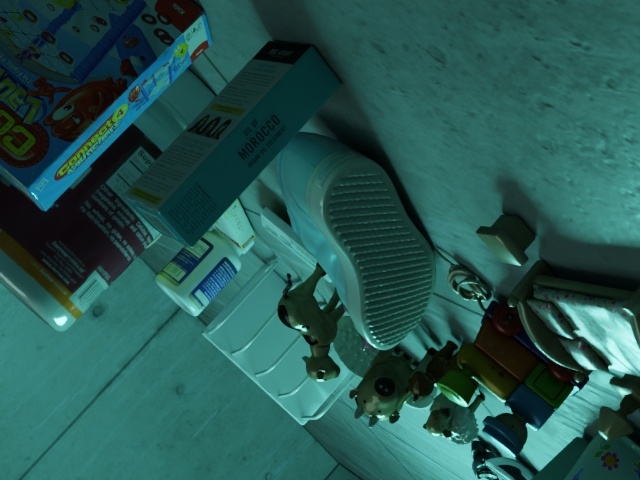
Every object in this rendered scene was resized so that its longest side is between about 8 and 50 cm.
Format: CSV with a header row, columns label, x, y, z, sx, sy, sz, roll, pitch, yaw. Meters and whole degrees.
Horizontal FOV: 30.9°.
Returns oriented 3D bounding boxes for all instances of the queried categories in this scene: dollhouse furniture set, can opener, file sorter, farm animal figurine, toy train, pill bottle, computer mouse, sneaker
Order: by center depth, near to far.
label,x,y,z,sx,sy,sz,roll,pitch,yaw
dollhouse furniture set,0.300,0.160,1.121,0.355,0.174,0.303,46,166,-18
toy train,0.194,0.141,1.437,0.248,0.143,0.105,39,167,11
sneaker,0.042,-0.009,1.475,0.150,0.135,0.366,42,161,40
pill bottle,-0.319,-0.081,1.674,0.224,0.392,0.224,39,166,11
farm animal figurine,0.086,0.209,1.844,0.330,0.172,0.326,29,164,24
computer mouse,0.386,0.445,2.103,0.193,0.042,0.106,37,172,-3
sneaker,0.112,0.229,2.122,0.235,0.090,0.095,41,177,12
can opener,0.343,0.451,2.244,0.059,0.073,0.186,-14,138,26
pill bottle,-0.220,0.045,2.255,0.112,0.186,0.112,40,167,11
file sorter,-0.060,0.197,2.276,0.278,0.193,0.173,43,165,-2

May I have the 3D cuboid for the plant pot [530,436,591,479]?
label,x,y,z,sx,sy,sz,roll,pitch,yaw
plant pot,0.409,0.407,1.644,0.234,0.166,0.165,44,169,24

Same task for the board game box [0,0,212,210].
label,x,y,z,sx,sy,sz,roll,pitch,yaw
board game box,-0.349,-0.248,1.418,0.308,0.302,0.086,39,167,11

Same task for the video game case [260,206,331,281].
label,x,y,z,sx,sy,sz,roll,pitch,yaw
video game case,-0.036,0.009,1.932,0.157,0.019,0.143,40,173,3

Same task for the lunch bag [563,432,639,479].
label,x,y,z,sx,sy,sz,roll,pitch,yaw
lunch bag,0.409,0.395,1.450,0.262,0.223,0.160,35,172,26

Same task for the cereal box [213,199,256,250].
label,x,y,z,sx,sy,sz,roll,pitch,yaw
cereal box,-0.211,-0.087,2.108,0.173,0.047,0.240,39,167,22

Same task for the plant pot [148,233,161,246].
label,x,y,z,sx,sy,sz,roll,pitch,yaw
plant pot,-0.387,-0.082,2.142,0.254,0.254,0.239,48,171,-26

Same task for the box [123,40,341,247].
label,x,y,z,sx,sy,sz,roll,pitch,yaw
box,-0.095,-0.108,1.248,0.060,0.244,0.100,49,165,-30

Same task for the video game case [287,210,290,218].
label,x,y,z,sx,sy,sz,roll,pitch,yaw
video game case,0.000,0.000,1.852,0.122,0.011,0.087,37,167,20
